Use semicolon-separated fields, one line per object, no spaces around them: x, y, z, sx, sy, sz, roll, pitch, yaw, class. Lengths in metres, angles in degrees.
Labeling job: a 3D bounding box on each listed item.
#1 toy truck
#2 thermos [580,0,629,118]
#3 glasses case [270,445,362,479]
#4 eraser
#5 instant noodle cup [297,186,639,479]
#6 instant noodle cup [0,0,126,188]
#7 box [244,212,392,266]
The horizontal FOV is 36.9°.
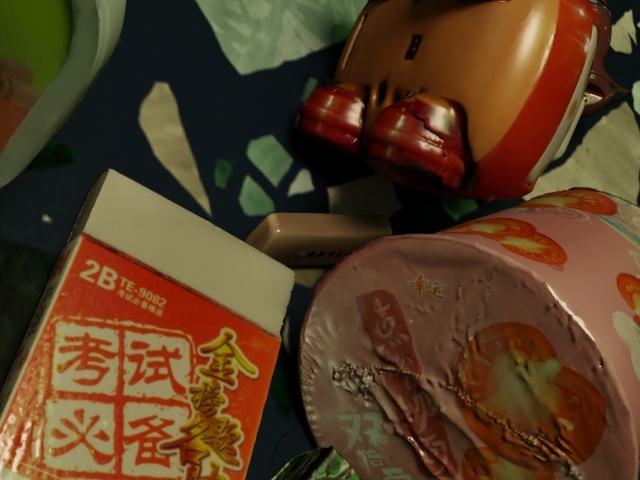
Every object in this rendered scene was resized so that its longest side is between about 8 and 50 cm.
0.131;-0.116;0.759;0.239;0.265;0.189;21;93;-27;toy truck
0.219;-0.278;0.992;0.136;0.109;0.330;5;66;-36;thermos
0.053;0.268;0.626;0.272;0.062;0.095;51;54;-5;glasses case
-0.109;0.084;0.608;0.157;0.038;0.230;30;54;-22;eraser
0.146;0.083;0.684;0.231;0.243;0.243;-24;84;-48;instant noodle cup
-0.215;-0.231;0.551;0.294;0.294;0.308;32;45;-21;instant noodle cup
0.000;0.000;0.726;0.115;0.048;0.025;0;62;-38;box
